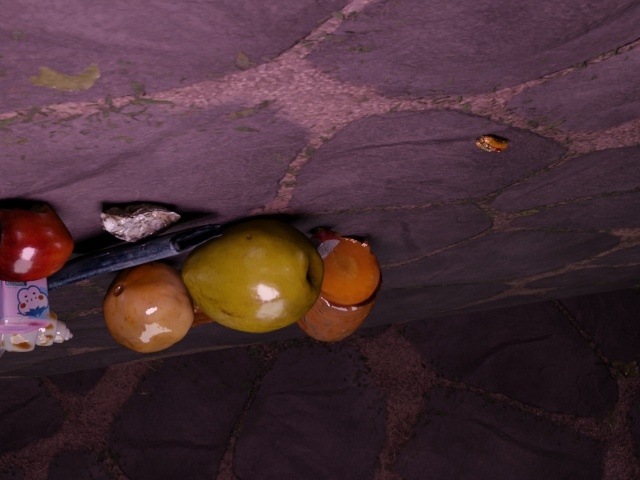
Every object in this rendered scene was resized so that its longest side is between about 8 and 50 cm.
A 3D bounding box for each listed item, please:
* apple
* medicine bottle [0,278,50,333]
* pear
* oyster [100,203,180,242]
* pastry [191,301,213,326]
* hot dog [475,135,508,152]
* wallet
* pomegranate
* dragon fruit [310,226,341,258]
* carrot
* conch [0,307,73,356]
[{"bbox_3d":[-0.524,0.006,1.607,0.156,0.147,0.158,-41,154,25],"label":"apple"},{"bbox_3d":[-0.605,0.083,1.758,0.094,0.187,0.119,-18,164,32],"label":"medicine bottle"},{"bbox_3d":[-0.146,0.076,1.941,0.307,0.252,0.253,-7,168,18],"label":"pear"},{"bbox_3d":[-0.352,-0.035,1.722,0.177,0.064,0.125,-2,161,-36],"label":"oyster"},{"bbox_3d":[-0.364,0.160,2.398,0.236,0.120,0.257,-24,158,36],"label":"pastry"},{"bbox_3d":[0.319,-0.178,1.668,0.083,0.021,0.037,3,161,-46],"label":"hot dog"},{"bbox_3d":[-0.399,0.031,1.840,0.379,0.046,0.191,-15,-172,27],"label":"wallet"},{"bbox_3d":[-0.410,0.155,2.143,0.233,0.233,0.233,-9,166,-2],"label":"pomegranate"},{"bbox_3d":[0.000,0.000,2.113,0.056,0.060,0.083,14,128,-44],"label":"dragon fruit"},{"bbox_3d":[0.038,0.135,2.340,0.224,0.224,0.340,-6,163,-14],"label":"carrot"},{"bbox_3d":[-0.741,0.160,1.994,0.368,0.197,0.249,-6,147,-38],"label":"conch"}]
